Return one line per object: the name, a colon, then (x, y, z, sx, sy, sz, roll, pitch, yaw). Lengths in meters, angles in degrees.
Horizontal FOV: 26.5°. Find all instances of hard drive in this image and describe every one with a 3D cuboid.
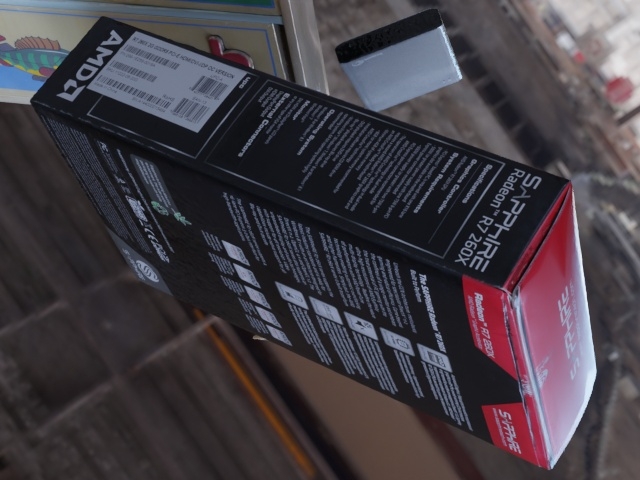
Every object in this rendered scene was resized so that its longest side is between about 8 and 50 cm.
hard drive: (0.072, -0.159, 1.212, 0.094, 0.022, 0.135, -20, 163, 8)

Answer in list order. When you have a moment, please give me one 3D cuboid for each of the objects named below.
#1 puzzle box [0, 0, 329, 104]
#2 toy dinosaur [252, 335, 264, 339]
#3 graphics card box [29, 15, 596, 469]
puzzle box: (-0.207, -0.214, 1.127, 0.272, 0.409, 0.052, 77, 24, -51)
toy dinosaur: (0.053, 0.066, 1.288, 0.211, 0.112, 0.064, -38, -175, 1)
graphics card box: (0.000, 0.000, 0.923, 0.094, 0.371, 0.233, -56, 150, -23)
